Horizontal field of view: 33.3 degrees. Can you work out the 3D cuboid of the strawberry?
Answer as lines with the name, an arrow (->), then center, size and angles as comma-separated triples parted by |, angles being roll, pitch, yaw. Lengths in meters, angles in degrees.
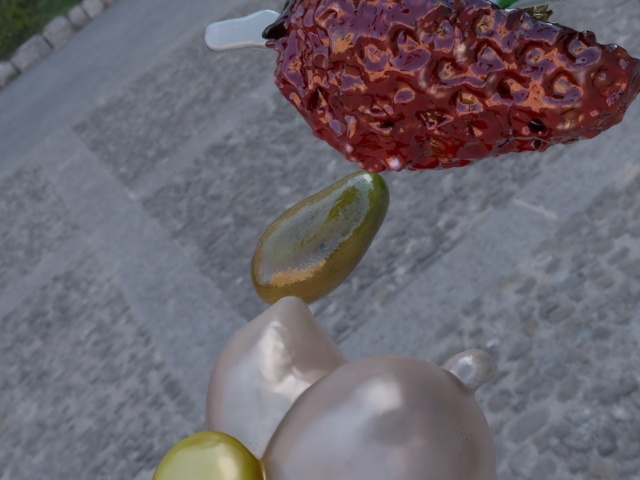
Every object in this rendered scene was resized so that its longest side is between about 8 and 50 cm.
strawberry -> 0.075, -0.087, 0.665 | 0.236, 0.190, 0.111 | 19, 91, 31

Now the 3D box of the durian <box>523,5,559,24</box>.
durian -> 0.198, -0.217, 1.339 | 0.172, 0.166, 0.306 | -15, -31, -29

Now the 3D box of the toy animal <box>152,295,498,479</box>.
toy animal -> 0.045, 0.194, 0.837 | 0.246, 0.278, 0.345 | -26, 16, 17

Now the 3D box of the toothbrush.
toothbrush -> 0.117, -0.183, 0.810 | 0.417, 0.042, 0.040 | -8, 1, 7

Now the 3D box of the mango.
mango -> 0.000, 0.000, 1.380 | 0.227, 0.099, 0.136 | -42, 41, 15

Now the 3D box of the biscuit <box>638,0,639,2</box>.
biscuit -> 0.373, -0.320, 0.982 | 0.046, 0.147, 0.250 | -31, 9, -33
